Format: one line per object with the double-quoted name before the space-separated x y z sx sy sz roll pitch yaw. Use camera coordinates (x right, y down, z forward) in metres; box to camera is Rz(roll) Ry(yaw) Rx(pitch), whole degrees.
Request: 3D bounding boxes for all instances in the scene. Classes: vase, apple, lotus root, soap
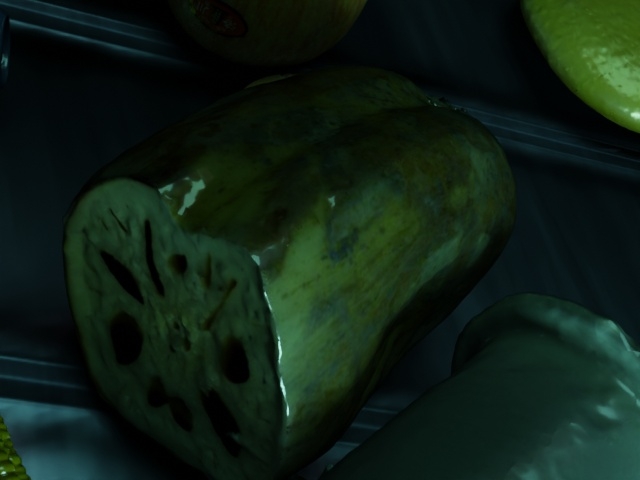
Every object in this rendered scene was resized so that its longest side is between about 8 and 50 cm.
"vase" 0.082 0.204 0.661 0.291 0.245 0.245 -30 71 -30
"apple" -0.049 -0.274 0.980 0.211 0.188 0.211 11 54 -15
"lotus root" 0.000 0.000 0.759 0.250 0.250 0.346 47 50 13
"soap" 0.433 -0.244 1.239 0.427 0.115 0.306 -9 62 -31

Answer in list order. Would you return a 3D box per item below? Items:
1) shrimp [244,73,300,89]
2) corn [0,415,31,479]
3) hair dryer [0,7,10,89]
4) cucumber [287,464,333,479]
"shrimp" -0.045 -0.095 0.935 0.115 0.051 0.217 43 49 19
"corn" -0.240 0.128 0.648 0.080 0.080 0.231 -18 62 -35
"hair dryer" -0.414 -0.107 0.747 0.295 0.119 0.298 22 60 -1
"cucumber" -0.086 0.211 0.673 0.250 0.056 0.056 -27 69 -36
